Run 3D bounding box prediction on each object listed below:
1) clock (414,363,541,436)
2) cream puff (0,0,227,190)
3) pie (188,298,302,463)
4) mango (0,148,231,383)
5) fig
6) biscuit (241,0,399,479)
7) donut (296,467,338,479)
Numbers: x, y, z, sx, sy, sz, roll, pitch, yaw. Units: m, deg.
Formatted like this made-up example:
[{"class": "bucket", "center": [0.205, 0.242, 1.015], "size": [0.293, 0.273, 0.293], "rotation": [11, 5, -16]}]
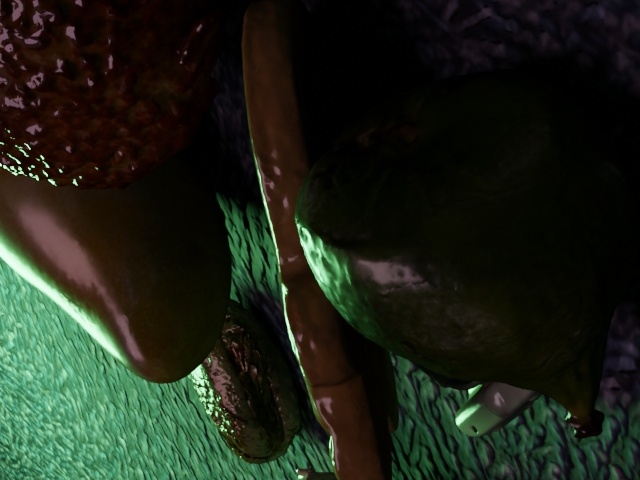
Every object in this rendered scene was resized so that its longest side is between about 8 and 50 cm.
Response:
[{"class": "clock", "center": [0.099, 0.043, 1.088], "size": [0.191, 0.062, 0.151], "rotation": [53, 152, 12]}, {"class": "cream puff", "center": [-0.224, -0.204, 1.141], "size": [0.350, 0.228, 0.350], "rotation": [8, 104, 35]}, {"class": "pie", "center": [-0.092, 0.144, 1.500], "size": [0.193, 0.079, 0.163], "rotation": [64, 156, -9]}, {"class": "mango", "center": [-0.205, -0.027, 1.358], "size": [0.384, 0.199, 0.221], "rotation": [53, -173, 32]}, {"class": "fig", "center": [0.113, 0.021, 0.924], "size": [0.203, 0.203, 0.235], "rotation": [21, 150, 50]}, {"class": "biscuit", "center": [-0.003, 0.000, 1.064], "size": [0.275, 0.052, 0.355], "rotation": [-75, -28, -71]}, {"class": "donut", "center": [0.046, 0.393, 1.338], "size": [0.382, 0.142, 0.383], "rotation": [175, 90, -75]}]
